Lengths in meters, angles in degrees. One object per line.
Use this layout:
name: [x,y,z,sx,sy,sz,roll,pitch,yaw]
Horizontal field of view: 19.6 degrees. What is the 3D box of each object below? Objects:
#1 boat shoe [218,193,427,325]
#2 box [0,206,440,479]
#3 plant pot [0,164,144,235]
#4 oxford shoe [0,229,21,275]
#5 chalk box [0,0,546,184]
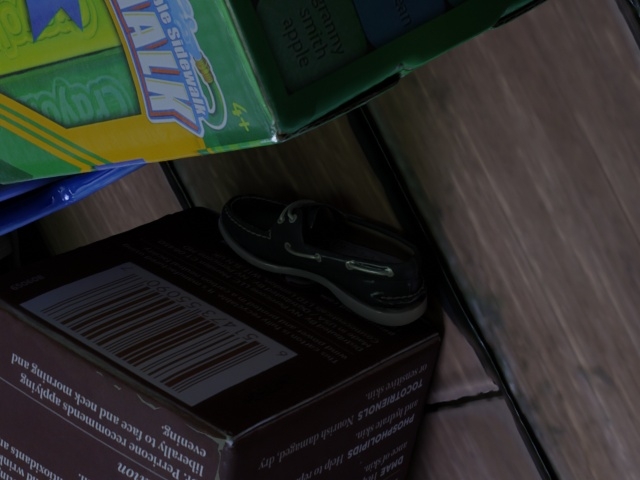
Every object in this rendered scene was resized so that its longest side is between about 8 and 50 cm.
boat shoe: [0.000,0.000,0.916,0.125,0.046,0.038,30,137,33]
box: [-0.069,0.118,0.932,0.168,0.167,0.203,27,120,29]
plant pot: [-0.218,-0.101,0.969,0.236,0.236,0.212,-24,89,57]
oxford shoe: [-0.269,-0.049,1.177,0.130,0.169,0.449,-10,102,14]
chalk box: [-0.029,-0.143,0.722,0.289,0.179,0.180,-6,111,55]
